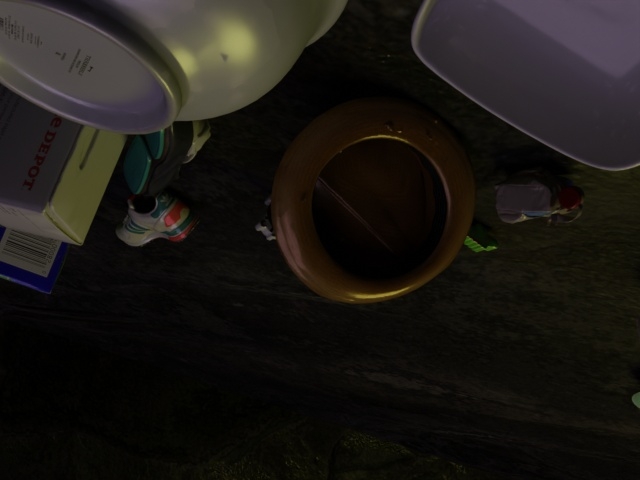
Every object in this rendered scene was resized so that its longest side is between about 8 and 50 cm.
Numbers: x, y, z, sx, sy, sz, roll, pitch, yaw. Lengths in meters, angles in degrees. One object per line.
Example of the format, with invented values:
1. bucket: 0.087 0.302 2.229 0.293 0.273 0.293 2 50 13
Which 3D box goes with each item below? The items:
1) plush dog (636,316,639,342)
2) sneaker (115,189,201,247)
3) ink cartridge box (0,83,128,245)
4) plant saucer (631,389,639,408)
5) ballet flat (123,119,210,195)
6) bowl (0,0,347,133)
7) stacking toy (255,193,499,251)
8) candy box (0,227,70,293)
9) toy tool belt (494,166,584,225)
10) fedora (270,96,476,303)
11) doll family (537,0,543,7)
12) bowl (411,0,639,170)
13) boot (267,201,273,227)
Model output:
1. plush dog: 0.432 0.107 0.691 0.226 0.210 0.262 -10 154 7
2. sneaker: -0.227 -0.037 1.021 0.161 0.057 0.075 -3 135 46
3. ink cartridge box: -0.309 -0.100 0.750 0.220 0.160 0.092 14 161 12
4. plant saucer: 0.533 0.221 1.076 0.195 0.037 0.195 15 160 6
5. ballet flat: -0.146 -0.102 0.760 0.074 0.074 0.203 22 157 -12
6. bowl: -0.135 -0.160 0.496 0.298 0.134 0.298 15 159 6
7. stacking toy: 0.053 -0.010 0.847 0.221 0.052 0.167 24 159 -18
8. candy box: -0.443 -0.040 0.983 0.268 0.122 0.317 23 175 -16
9. toy tool belt: 0.196 -0.038 0.677 0.083 0.052 0.051 1 -174 45
10. fedora: 0.041 -0.039 0.687 0.194 0.194 0.079 28 -167 -26
11. doll family: 0.186 -0.121 0.414 0.193 0.076 0.111 16 141 17
12. bowl: 0.128 -0.110 0.357 0.142 0.053 0.142 31 143 -6
13. boot: 0.000 -0.001 0.783 0.121 0.045 0.099 13 159 -8
